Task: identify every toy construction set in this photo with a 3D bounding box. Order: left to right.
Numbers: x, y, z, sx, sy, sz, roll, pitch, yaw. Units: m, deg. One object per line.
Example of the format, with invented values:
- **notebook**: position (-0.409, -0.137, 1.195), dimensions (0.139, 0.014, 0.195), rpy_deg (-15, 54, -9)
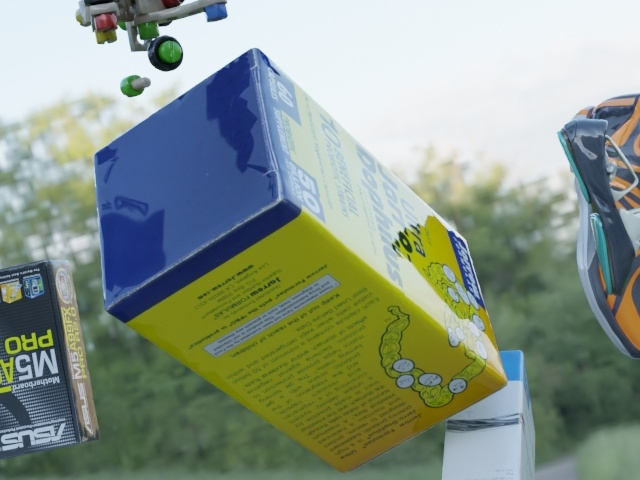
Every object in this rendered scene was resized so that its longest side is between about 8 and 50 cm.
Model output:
- **toy construction set**: position (-0.328, -0.414, 2.597), dimensions (0.257, 0.308, 0.237), rpy_deg (-40, 17, -28)

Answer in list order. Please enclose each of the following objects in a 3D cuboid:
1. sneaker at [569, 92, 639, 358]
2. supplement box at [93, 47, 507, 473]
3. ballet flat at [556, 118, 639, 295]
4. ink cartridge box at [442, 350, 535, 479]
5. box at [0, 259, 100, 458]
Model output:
- **sneaker**: position (0.404, -0.022, 1.906), dimensions (0.180, 0.321, 0.125), rpy_deg (-12, -2, 42)
- **supplement box**: position (-0.016, 0.029, 1.466), dimensions (0.195, 0.194, 0.356), rpy_deg (-31, -45, 20)
- **ballet flat**: position (0.321, -0.040, 1.759), dimensions (0.074, 0.203, 0.074), rpy_deg (-18, 6, 2)
- **ink cartridge box**: position (0.172, 0.227, 1.613), dimensions (0.082, 0.139, 0.190), rpy_deg (-3, 43, 13)
- **box**: position (-0.405, 0.152, 1.862), dimensions (0.270, 0.216, 0.060), rpy_deg (-12, -6, 16)
